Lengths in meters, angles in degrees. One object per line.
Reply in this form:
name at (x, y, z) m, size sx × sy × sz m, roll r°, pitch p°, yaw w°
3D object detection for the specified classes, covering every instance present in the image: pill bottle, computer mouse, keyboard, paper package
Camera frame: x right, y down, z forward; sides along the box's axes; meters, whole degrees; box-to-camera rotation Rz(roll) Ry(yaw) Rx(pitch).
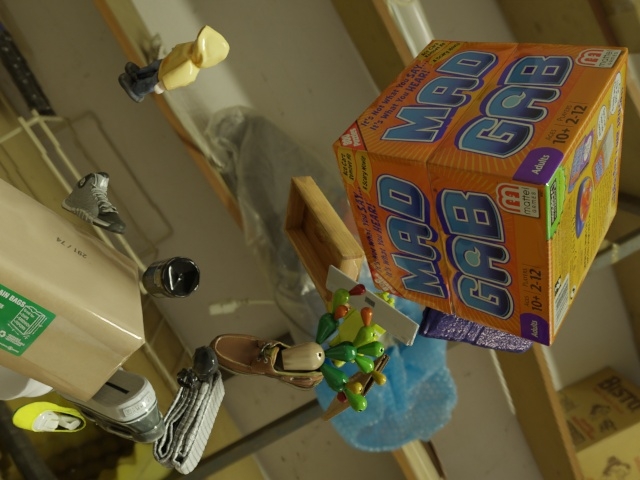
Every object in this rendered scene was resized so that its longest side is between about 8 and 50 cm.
pill bottle at (-0.622, 0.263, 1.354) m, size 0.161 × 0.161 × 0.283 m, roll 62°, pitch 8°, yaw 7°
computer mouse at (-0.296, 0.300, 1.362) m, size 0.242 × 0.041 × 0.071 m, roll -43°, pitch -110°, yaw 51°
keyboard at (0.113, 0.148, 1.369) m, size 0.256 × 0.014 × 0.072 m, roll 34°, pitch -50°, yaw 25°
pill bottle at (-0.463, 0.116, 1.804) m, size 0.219 × 0.122 × 0.123 m, roll -9°, pitch -66°, yaw 54°
paper package at (-0.485, 0.080, 1.025) m, size 0.324 × 0.168 × 0.309 m, roll 39°, pitch 6°, yaw -30°

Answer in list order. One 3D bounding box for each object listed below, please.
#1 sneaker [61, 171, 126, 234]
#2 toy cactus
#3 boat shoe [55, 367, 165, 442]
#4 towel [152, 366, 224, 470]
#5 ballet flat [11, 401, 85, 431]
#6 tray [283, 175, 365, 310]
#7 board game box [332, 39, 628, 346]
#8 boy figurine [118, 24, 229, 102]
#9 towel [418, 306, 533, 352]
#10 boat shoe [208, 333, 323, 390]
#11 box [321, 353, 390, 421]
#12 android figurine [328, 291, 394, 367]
sneaker at (-0.562, -0.108, 1.512) m, size 0.228 × 0.132 × 0.086 m, roll 23°, pitch -5°, yaw 29°
toy cactus at (0.021, 0.194, 1.058) m, size 0.112 × 0.180 × 0.219 m, roll -141°, pitch -136°, yaw -85°
boat shoe at (-0.406, 0.300, 1.115) m, size 0.335 × 0.121 × 0.119 m, roll 9°, pitch -59°, yaw 49°
towel at (-0.380, 0.512, 1.705) m, size 0.235 × 0.121 × 0.284 m, roll 101°, pitch 6°, yaw -63°
ballet flat at (-0.734, 0.493, 1.630) m, size 0.077 × 0.077 × 0.231 m, roll 22°, pitch -10°, yaw 25°
tray at (0.000, 0.000, 1.758) m, size 0.411 × 0.076 × 0.203 m, roll -121°, pitch -147°, yaw -47°
board game box at (0.298, -0.103, 1.061) m, size 0.356 × 0.356 × 0.357 m, roll 17°, pitch -38°, yaw 36°
boy figurine at (-0.348, -0.417, 1.414) m, size 0.092 × 0.285 × 0.177 m, roll 50°, pitch 39°, yaw -38°
towel at (0.429, 0.185, 1.540) m, size 0.076 × 0.308 × 0.228 m, roll -86°, pitch -169°, yaw -48°
boat shoe at (-0.134, 0.297, 1.528) m, size 0.104 × 0.307 × 0.111 m, roll 123°, pitch -20°, yaw -56°
box at (0.094, 0.403, 1.618) m, size 0.021 × 0.201 × 0.164 m, roll 44°, pitch 44°, yaw -1°
android figurine at (0.128, 0.260, 1.811) m, size 0.056 × 0.273 × 0.248 m, roll 37°, pitch 18°, yaw -17°
